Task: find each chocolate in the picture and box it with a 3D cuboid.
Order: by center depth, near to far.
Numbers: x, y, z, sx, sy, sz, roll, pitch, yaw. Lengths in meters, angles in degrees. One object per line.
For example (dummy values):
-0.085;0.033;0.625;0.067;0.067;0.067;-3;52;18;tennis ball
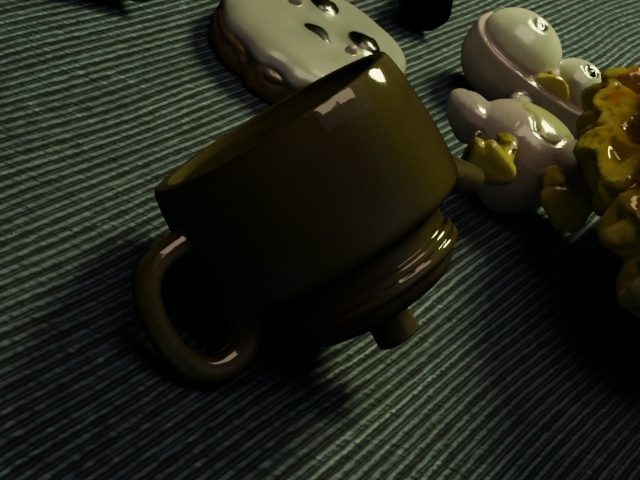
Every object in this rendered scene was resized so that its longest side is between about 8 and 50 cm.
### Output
0.100;-0.282;1.423;0.072;0.070;0.147;43;23;-35;chocolate

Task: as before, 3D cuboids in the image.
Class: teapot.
0.000;0.000;0.877;0.268;0.185;0.175;-36;100;-24;teapot

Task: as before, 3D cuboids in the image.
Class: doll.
0.194;-0.118;1.245;0.160;0.094;0.365;30;33;-5;doll

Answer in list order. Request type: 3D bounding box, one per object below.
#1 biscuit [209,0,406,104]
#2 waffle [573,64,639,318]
-0.006;-0.180;1.215;0.181;0.049;0.208;38;35;11;biscuit
0.321;-0.023;1.101;0.261;0.151;0.324;60;22;-21;waffle
